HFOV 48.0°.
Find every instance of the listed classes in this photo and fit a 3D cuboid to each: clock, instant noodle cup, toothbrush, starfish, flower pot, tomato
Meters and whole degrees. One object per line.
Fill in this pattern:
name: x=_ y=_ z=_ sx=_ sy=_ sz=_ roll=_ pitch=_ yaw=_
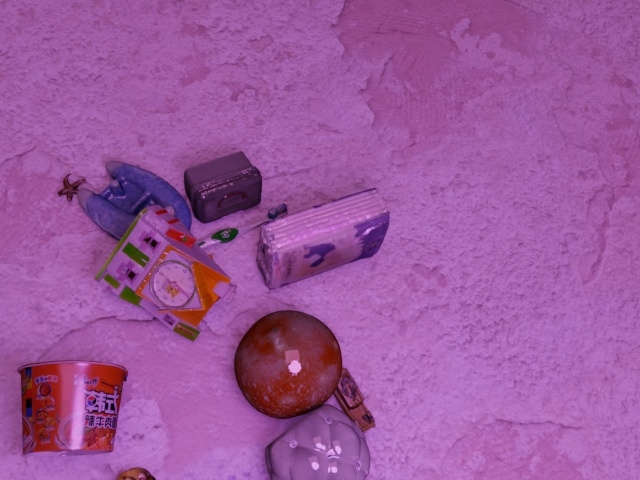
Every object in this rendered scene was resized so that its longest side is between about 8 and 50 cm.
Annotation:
clock: x=-0.377 y=0.093 z=1.846 sx=0.309 sy=0.166 sz=0.235 roll=37 pitch=102 yaw=2
instant noodle cup: x=-0.574 y=0.393 z=1.661 sx=0.250 sy=0.250 sz=0.192 roll=0 pitch=71 yaw=-8
toothbrush: x=-0.278 y=-0.007 z=2.022 sx=0.418 sy=0.040 sz=0.042 roll=-25 pitch=66 yaw=-15
starfish: x=-0.705 y=-0.151 z=2.038 sx=0.078 sy=0.028 sz=0.091 roll=44 pitch=63 yaw=9
flower pot: x=-0.004 y=0.511 z=1.672 sx=0.246 sy=0.246 sz=0.195 roll=-31 pitch=76 yaw=-21
tomato: x=-0.085 y=0.290 z=1.760 sx=0.270 sy=0.222 sz=0.270 roll=-10 pitch=47 yaw=11

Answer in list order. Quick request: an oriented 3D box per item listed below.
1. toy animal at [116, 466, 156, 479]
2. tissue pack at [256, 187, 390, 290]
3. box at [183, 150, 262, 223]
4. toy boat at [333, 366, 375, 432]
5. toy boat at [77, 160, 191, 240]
toy animal: x=-0.405 y=0.633 z=1.621 sx=0.233 sy=0.121 sz=0.169 roll=44 pitch=54 yaw=12
tissue pack: x=0.000 y=0.000 z=1.936 sx=0.344 sy=0.242 sz=0.125 roll=-18 pitch=67 yaw=-16
box: x=-0.276 y=-0.152 z=2.035 sx=0.210 sy=0.148 sz=0.129 roll=-21 pitch=59 yaw=-20
toy boat: x=0.074 y=0.396 z=1.829 sx=0.057 sy=0.077 sz=0.200 roll=-24 pitch=68 yaw=-20
toy boat: x=-0.507 y=-0.104 z=1.989 sx=0.330 sy=0.123 sz=0.215 roll=35 pitch=62 yaw=12
